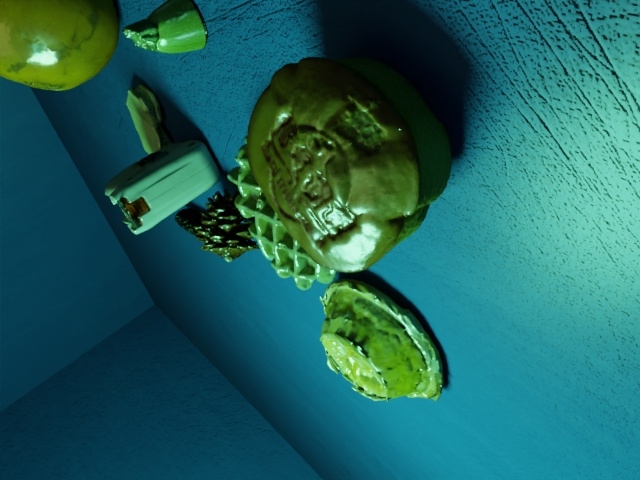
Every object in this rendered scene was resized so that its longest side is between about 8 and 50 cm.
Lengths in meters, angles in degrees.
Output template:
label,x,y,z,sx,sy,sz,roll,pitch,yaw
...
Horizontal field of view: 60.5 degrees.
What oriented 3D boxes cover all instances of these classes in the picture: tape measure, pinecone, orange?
label,x,y,z,sx,sy,sz,roll,pitch,yaw
tape measure,-0.391,-0.142,1.323,0.265,0.258,0.130,16,138,54
pinecone,-0.220,-0.036,1.303,0.173,0.173,0.173,41,153,26
orange,-0.605,-0.481,1.200,0.312,0.312,0.312,41,153,26

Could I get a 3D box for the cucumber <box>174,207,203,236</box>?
label,x,y,z,sx,sy,sz,roll,pitch,yaw
cucumber,-0.332,-0.032,1.596,0.300,0.072,0.072,24,143,48

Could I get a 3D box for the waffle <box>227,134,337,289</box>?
label,x,y,z,sx,sy,sz,roll,pitch,yaw
waffle,-0.036,-0.069,0.916,0.309,0.056,0.291,-36,81,44

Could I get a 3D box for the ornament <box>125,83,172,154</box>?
label,x,y,z,sx,sy,sz,roll,pitch,yaw
ornament,-0.474,-0.334,1.472,0.180,0.059,0.201,40,150,30

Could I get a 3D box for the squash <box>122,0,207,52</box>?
label,x,y,z,sx,sy,sz,roll,pitch,yaw
squash,-0.285,-0.369,0.981,0.105,0.132,0.105,40,151,28

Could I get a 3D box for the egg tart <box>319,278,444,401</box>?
label,x,y,z,sx,sy,sz,roll,pitch,yaw
egg tart,0.101,0.220,1.093,0.315,0.120,0.315,36,150,24

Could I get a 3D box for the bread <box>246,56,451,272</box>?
label,x,y,z,sx,sy,sz,roll,pitch,yaw
bread,0.028,-0.098,0.703,0.270,0.148,0.269,20,122,35
